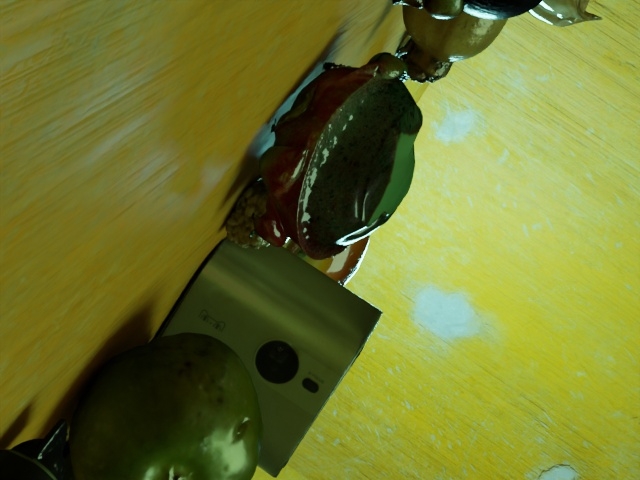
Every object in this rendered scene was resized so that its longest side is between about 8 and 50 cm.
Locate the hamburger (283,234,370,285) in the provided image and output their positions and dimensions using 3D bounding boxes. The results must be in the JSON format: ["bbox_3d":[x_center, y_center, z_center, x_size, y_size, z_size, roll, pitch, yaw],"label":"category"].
[{"bbox_3d":[-0.001,0.001,1.998,0.246,0.170,0.246,-53,178,-3],"label":"hamburger"}]

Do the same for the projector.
[{"bbox_3d":[-0.085,0.153,1.604,0.249,0.249,0.248,-57,176,15],"label":"projector"}]

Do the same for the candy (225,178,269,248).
[{"bbox_3d":[-0.072,-0.036,1.455,0.095,0.085,0.110,-65,163,17],"label":"candy"}]

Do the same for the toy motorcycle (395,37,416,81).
[{"bbox_3d":[0.196,-0.357,2.041,0.118,0.084,0.212,-56,-175,-8],"label":"toy motorcycle"}]

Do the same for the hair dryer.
[{"bbox_3d":[-0.279,0.205,0.946,0.196,0.078,0.248,-55,172,-32],"label":"hair dryer"}]

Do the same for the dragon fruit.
[{"bbox_3d":[0.030,-0.100,1.370,0.295,0.130,0.269,-40,140,-52],"label":"dragon fruit"}]

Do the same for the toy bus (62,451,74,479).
[{"bbox_3d":[-0.275,0.363,1.416,0.184,0.199,0.343,-59,177,33],"label":"toy bus"}]

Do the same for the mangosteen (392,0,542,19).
[{"bbox_3d":[0.170,-0.331,1.243,0.230,0.194,0.194,-25,170,-10],"label":"mangosteen"}]

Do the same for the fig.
[{"bbox_3d":[-0.178,0.185,1.307,0.314,0.233,0.233,-91,-156,-43],"label":"fig"}]

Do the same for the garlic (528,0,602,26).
[{"bbox_3d":[0.346,-0.467,1.634,0.286,0.249,0.313,-128,-136,-54],"label":"garlic"}]

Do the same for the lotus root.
[{"bbox_3d":[0.201,-0.356,1.527,0.131,0.146,0.303,-41,160,-53],"label":"lotus root"}]
